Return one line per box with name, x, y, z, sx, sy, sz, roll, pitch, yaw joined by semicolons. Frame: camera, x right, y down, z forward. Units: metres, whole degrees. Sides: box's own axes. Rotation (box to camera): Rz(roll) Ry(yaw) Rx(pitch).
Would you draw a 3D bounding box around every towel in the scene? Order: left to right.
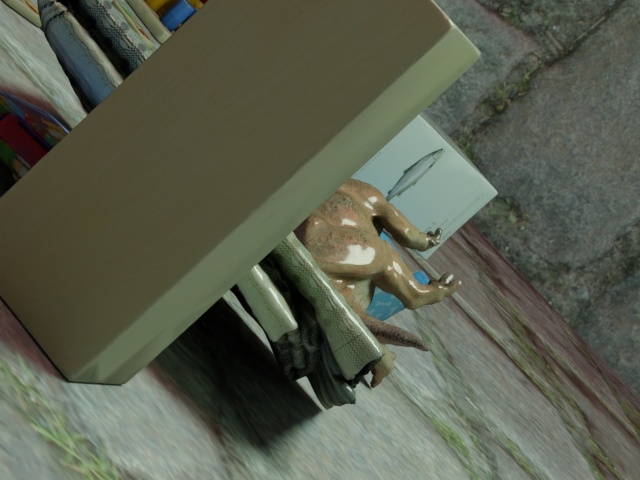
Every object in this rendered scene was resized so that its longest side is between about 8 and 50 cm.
towel;-0.079;-0.015;1.324;0.324;0.056;0.312;51;-8;5

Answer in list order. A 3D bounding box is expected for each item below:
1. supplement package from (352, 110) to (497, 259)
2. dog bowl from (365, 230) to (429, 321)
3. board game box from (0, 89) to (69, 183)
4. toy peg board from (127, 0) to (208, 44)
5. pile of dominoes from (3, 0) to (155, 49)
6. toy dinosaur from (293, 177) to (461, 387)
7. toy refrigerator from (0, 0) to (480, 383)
supplement package;0.073;-0.082;1.949;0.179;0.105;0.105;40;11;-44
dog bowl;0.009;-0.019;1.953;0.166;0.074;0.297;42;10;-33
board game box;-0.165;-0.032;1.180;0.168;0.033;0.133;26;-23;47
toy peg board;-0.162;-0.279;2.290;0.161;0.079;0.161;52;9;29
pile of dominoes;-0.243;-0.236;1.779;0.196;0.040;0.251;53;9;31
toy dinosaur;0.000;0.000;1.676;0.200;0.127;0.296;34;26;-32
toy refrigerator;-0.051;-0.049;1.050;0.102;0.269;0.094;49;8;14
